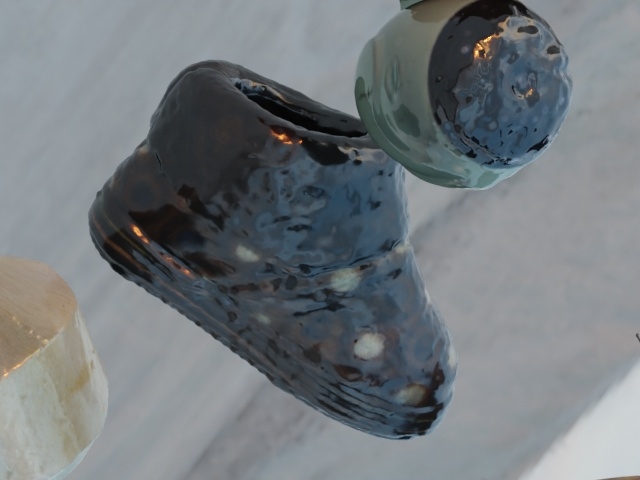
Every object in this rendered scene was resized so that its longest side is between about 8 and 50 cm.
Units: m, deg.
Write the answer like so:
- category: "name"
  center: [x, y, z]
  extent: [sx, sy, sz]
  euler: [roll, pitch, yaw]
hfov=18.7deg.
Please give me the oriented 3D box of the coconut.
- category: "coconut"
  center: [-0.289, 0.105, 1.621]
  extent: [0.202, 0.202, 0.222]
  euler: [-51, 133, -38]

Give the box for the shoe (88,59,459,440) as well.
- category: "shoe"
  center: [0.000, 0.000, 1.749]
  extent: [0.237, 0.384, 0.171]
  euler: [-52, -171, 22]

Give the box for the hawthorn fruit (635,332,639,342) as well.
- category: "hawthorn fruit"
  center: [0.375, 0.148, 2.132]
  extent: [0.067, 0.103, 0.067]
  euler: [-42, -174, 6]

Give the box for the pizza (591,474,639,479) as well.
- category: "pizza"
  center: [0.246, 0.292, 1.813]
  extent: [0.189, 0.071, 0.297]
  euler: [-6, 150, -16]

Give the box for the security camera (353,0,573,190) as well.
- category: "security camera"
  center: [0.111, -0.179, 1.536]
  extent: [0.191, 0.197, 0.277]
  euler: [5, -89, 55]
